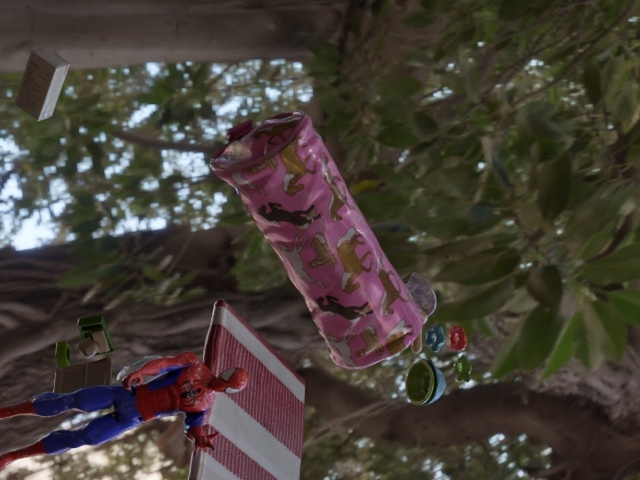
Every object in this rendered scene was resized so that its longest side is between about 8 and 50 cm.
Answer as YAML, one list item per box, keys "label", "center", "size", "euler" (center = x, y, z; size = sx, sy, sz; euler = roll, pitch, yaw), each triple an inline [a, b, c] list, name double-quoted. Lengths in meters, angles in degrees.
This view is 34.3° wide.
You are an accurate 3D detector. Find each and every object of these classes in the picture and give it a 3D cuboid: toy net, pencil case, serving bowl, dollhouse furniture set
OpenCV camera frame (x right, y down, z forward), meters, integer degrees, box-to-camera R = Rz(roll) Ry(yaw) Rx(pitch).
- label: "toy net"
  center: [0.165, 0.137, 1.612]
  size: [0.122, 0.045, 0.232]
  euler: [-51, -140, 42]
- label: "pencil case"
  center: [0.000, 0.000, 1.463]
  size: [0.167, 0.160, 0.386]
  euler: [-12, -59, 36]
- label: "serving bowl"
  center: [-0.262, 0.189, 1.514]
  size: [0.083, 0.083, 0.027]
  euler: [-15, -80, 41]
- label: "dollhouse furniture set"
  center: [-0.299, 0.168, 1.335]
  size: [0.152, 0.076, 0.059]
  euler: [-102, -178, -53]

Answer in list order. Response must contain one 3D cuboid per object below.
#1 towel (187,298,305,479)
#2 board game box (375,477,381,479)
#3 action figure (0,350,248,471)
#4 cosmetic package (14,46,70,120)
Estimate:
- label: "towel"
  center: [-0.091, 0.267, 1.247]
  size: [0.037, 0.237, 0.329]
  euler: [-12, -128, 22]
- label: "board game box"
  center: [0.090, 0.481, 1.821]
  size: [0.090, 0.020, 0.090]
  euler: [-30, -106, -4]
- label: "action figure"
  center: [-0.206, 0.178, 1.046]
  size: [0.139, 0.280, 0.092]
  euler: [-168, -116, -81]
- label: "cosmetic package"
  center: [-0.488, -0.274, 1.816]
  size: [0.060, 0.041, 0.115]
  euler: [37, -58, 9]
